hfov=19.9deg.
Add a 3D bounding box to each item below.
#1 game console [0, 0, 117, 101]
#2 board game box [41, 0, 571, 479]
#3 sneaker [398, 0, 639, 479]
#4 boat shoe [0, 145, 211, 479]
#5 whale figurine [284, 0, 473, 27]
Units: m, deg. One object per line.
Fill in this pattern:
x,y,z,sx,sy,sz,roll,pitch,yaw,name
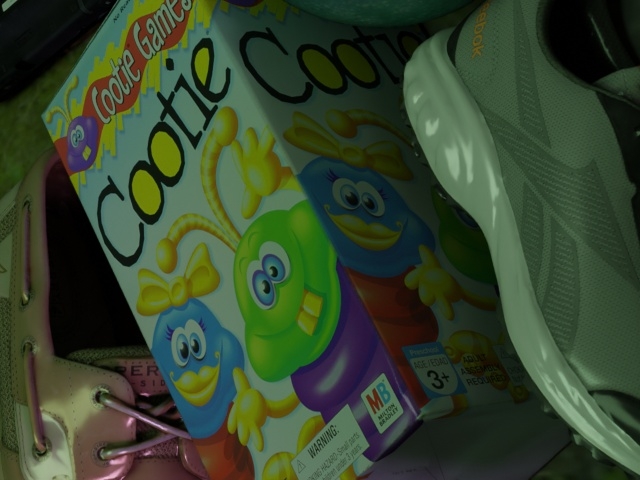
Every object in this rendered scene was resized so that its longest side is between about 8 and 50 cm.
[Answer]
-0.146,-0.206,1.122,0.361,0.044,0.213,-29,69,45,game console
0.000,0.000,0.887,0.142,0.144,0.275,-50,57,38,board game box
0.128,-0.004,0.777,0.108,0.100,0.271,-44,60,34,sneaker
-0.126,0.102,1.055,0.110,0.122,0.341,-48,57,40,boat shoe
0.077,-0.195,0.809,0.272,0.141,0.216,-28,31,26,whale figurine
